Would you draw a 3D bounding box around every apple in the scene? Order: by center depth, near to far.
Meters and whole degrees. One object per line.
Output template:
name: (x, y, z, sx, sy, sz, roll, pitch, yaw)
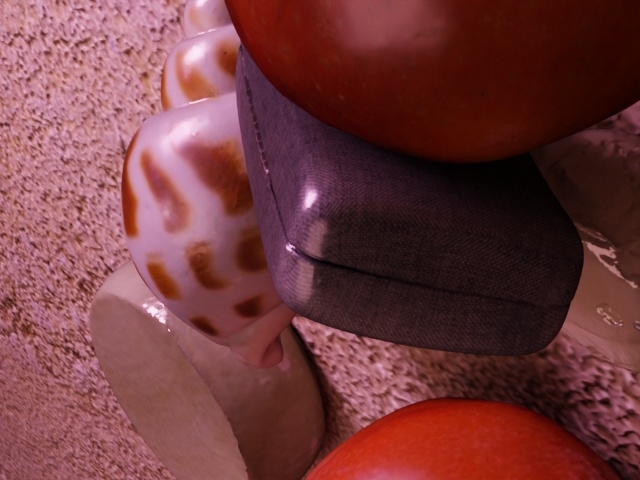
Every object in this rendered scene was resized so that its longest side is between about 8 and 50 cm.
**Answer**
apple: (0.063, -0.155, 0.646, 0.230, 0.230, 0.230, 40, 149, 30)

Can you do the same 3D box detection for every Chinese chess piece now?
Chinese chess piece: (-0.101, 0.121, 1.354, 0.250, 0.101, 0.250, 40, 149, 30)

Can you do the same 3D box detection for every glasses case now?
glasses case: (0.030, -0.047, 0.766, 0.323, 0.131, 0.074, -106, 27, -65)

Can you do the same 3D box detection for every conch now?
conch: (-0.056, -0.052, 1.006, 0.183, 0.148, 0.275, 28, 105, 55)

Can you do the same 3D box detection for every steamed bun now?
steamed bun: (0.155, 0.000, 0.793, 0.130, 0.091, 0.112, 40, 153, 27)

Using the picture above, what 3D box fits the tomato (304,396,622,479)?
tomato: (0.089, 0.269, 0.999, 0.341, 0.273, 0.341, 40, 149, 30)
